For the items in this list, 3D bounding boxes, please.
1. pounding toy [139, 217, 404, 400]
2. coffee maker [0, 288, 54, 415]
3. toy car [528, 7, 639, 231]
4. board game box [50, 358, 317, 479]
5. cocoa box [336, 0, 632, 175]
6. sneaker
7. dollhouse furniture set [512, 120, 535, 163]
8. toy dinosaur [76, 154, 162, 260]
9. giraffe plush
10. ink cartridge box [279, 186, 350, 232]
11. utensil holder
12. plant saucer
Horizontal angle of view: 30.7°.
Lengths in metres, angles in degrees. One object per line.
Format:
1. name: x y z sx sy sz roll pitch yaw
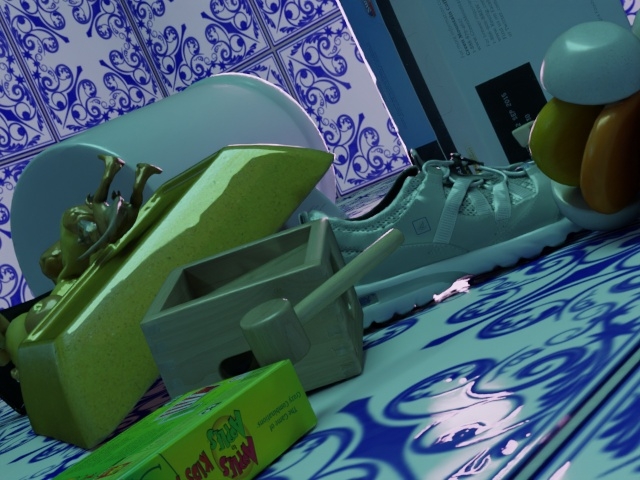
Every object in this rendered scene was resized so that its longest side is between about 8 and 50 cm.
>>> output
1. pounding toy: -0.017 0.061 0.777 0.181 0.094 0.206 -19 14 7
2. coffee maker: -0.349 0.112 1.482 0.178 0.171 0.120 -26 -13 -50
3. toy car: 0.247 -0.080 0.821 0.182 0.159 0.136 -25 38 -11
4. board game box: -0.087 0.124 0.616 0.092 0.043 0.181 -22 4 33
5. cocoa box: 0.198 -0.223 1.354 0.232 0.347 0.228 -26 3 -15
6. sneaker: 0.115 -0.029 0.935 0.281 0.115 0.105 -25 4 -11
7. dollhouse furniture set: 0.186 -0.050 1.170 0.114 0.091 0.081 -31 -8 -38
8. toy dinosaur: -0.196 -0.024 1.119 0.064 0.112 0.211 16 -6 -13
9. giraffe plush: -0.284 0.089 1.315 0.170 0.181 0.210 -38 -28 -47
10. ink cartridge box: 0.000 0.000 1.146 0.052 0.122 0.088 -51 13 -16
11. utensil holder: -0.208 -0.048 1.709 0.328 0.327 0.385 -22 7 34
12. plant saucer: -0.167 0.037 1.112 0.333 0.081 0.333 -51 14 -19
